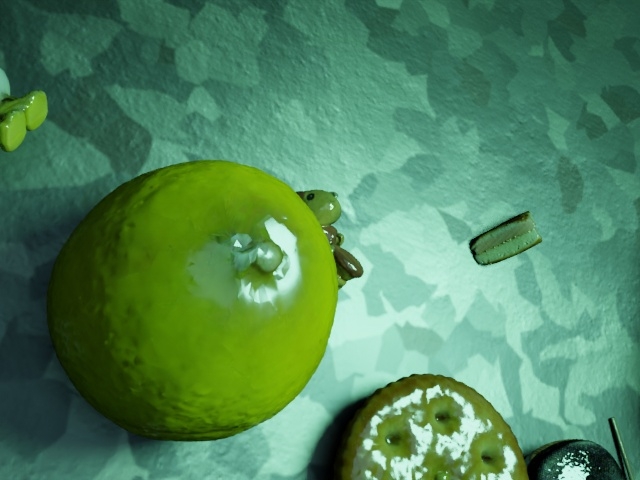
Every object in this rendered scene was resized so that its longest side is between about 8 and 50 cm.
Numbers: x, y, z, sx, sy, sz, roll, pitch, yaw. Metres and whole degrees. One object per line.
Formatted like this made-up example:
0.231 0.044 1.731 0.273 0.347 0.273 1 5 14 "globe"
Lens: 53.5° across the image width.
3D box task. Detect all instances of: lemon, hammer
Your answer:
-0.096 0.045 0.531 0.240 0.219 0.240 10 68 -24 "lemon"
0.375 0.273 0.777 0.035 0.019 0.110 -4 73 -24 "hammer"

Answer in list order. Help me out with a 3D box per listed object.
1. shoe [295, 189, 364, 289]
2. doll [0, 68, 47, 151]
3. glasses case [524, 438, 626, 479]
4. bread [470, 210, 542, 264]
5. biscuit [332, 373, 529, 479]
0.001 0.002 0.672 0.069 0.072 0.109 -17 73 12 "shoe"
-0.365 -0.147 0.543 0.241 0.099 0.135 31 69 -14 "doll"
0.302 0.377 0.675 0.122 0.082 0.321 -11 79 -23 "glasses case"
0.243 -0.007 0.783 0.109 0.062 0.043 -24 85 -24 "bread"
0.112 0.246 0.645 0.220 0.066 0.220 8 68 -19 "biscuit"
